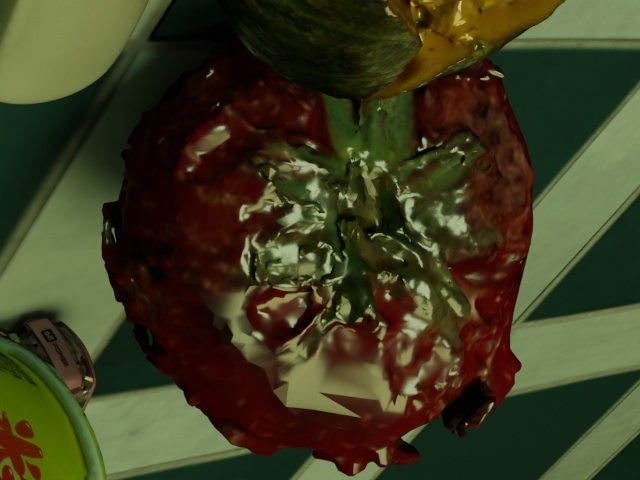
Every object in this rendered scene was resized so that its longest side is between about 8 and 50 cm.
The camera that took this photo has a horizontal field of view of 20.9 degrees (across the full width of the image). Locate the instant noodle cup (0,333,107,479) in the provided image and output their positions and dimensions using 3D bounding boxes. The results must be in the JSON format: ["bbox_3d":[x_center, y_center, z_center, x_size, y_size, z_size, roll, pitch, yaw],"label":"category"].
[{"bbox_3d":[-0.290,0.141,0.869,0.311,0.311,0.221,-35,145,5],"label":"instant noodle cup"}]

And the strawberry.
[{"bbox_3d":[0.000,0.000,1.026,0.274,0.274,0.220,-20,-170,-24],"label":"strawberry"}]

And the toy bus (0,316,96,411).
[{"bbox_3d":[-0.216,0.130,1.176,0.090,0.063,0.203,-18,154,-34],"label":"toy bus"}]

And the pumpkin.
[{"bbox_3d":[0.052,-0.172,0.818,0.238,0.159,0.238,-26,171,-5],"label":"pumpkin"}]

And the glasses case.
[{"bbox_3d":[-0.112,-0.139,0.814,0.081,0.051,0.204,-13,149,-37],"label":"glasses case"}]
